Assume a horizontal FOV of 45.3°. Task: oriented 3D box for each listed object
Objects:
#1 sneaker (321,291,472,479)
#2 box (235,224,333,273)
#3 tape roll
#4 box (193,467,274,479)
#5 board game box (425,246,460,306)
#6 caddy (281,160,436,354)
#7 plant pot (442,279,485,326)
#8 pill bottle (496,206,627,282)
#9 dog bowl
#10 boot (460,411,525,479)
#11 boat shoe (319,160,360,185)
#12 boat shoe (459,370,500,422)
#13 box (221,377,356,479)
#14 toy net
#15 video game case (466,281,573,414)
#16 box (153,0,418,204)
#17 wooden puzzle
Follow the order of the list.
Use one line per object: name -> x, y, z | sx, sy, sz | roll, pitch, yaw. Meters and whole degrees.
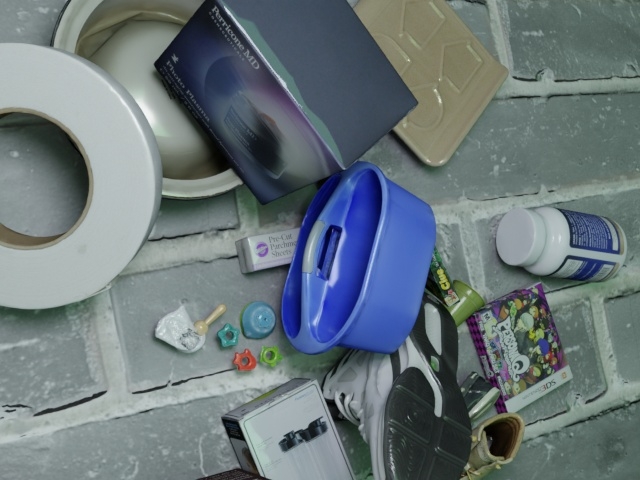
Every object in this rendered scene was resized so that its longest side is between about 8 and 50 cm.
sneaker -> 0.115, 0.312, 1.334 | 0.169, 0.257, 0.448 | 35, 35, -15
box -> 0.000, 0.000, 1.458 | 0.323, 0.063, 0.067 | -10, 88, -29
tape roll -> -0.428, -0.091, 1.130 | 0.391, 0.072, 0.392 | 0, 102, -1
box -> -0.153, 0.479, 1.228 | 0.168, 0.203, 0.167 | -8, 86, -29
board game box -> 0.200, 0.041, 1.458 | 0.030, 0.260, 0.136 | -28, 95, 0
caddy -> 0.047, 0.036, 1.310 | 0.179, 0.241, 0.342 | 23, 75, -32
plant pot -> 0.284, 0.137, 1.586 | 0.083, 0.083, 0.079 | 46, 77, -15
pill bottle -> 0.528, 0.007, 1.686 | 0.264, 0.153, 0.153 | 8, 79, -27
dog bowl -> -0.262, -0.256, 1.309 | 0.407, 0.150, 0.408 | 5, 80, -27
boot -> 0.264, 0.434, 1.447 | 0.262, 0.203, 0.095 | -30, 74, -30
boat shoe -> 0.004, -0.196, 1.483 | 0.095, 0.095, 0.258 | -45, 110, -40
boat shoe -> 0.257, 0.356, 1.549 | 0.233, 0.084, 0.079 | -36, 62, -21
box -> -0.040, 0.409, 1.364 | 0.169, 0.087, 0.290 | -24, 95, -28
toy net -> -0.180, 0.170, 1.351 | 0.232, 0.045, 0.122 | 0, 84, -26
video game case -> 0.434, 0.232, 1.666 | 0.210, 0.041, 0.232 | -20, 92, -30
box -> -0.065, -0.239, 1.159 | 0.182, 0.294, 0.296 | -44, 102, -26
wooden puzzle -> 0.195, -0.368, 1.613 | 0.348, 0.080, 0.322 | 42, 66, -11
